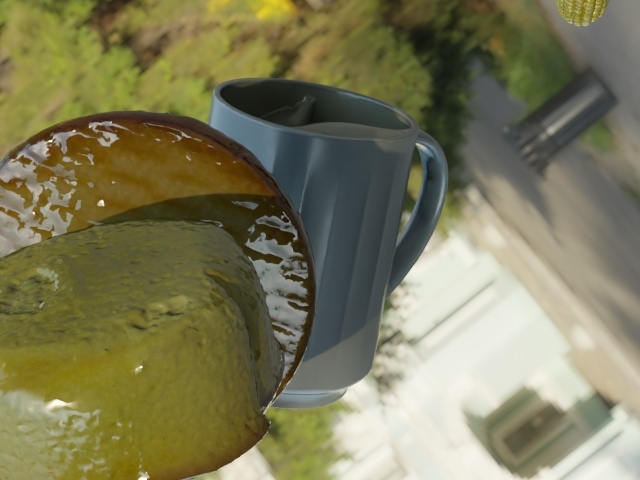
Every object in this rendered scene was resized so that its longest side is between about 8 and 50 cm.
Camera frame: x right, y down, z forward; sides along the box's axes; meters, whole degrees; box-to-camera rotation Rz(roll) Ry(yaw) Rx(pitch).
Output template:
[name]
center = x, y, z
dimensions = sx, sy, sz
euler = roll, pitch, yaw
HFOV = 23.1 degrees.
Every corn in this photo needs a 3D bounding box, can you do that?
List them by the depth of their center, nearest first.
[corn]
center = 0.271, -0.299, 1.597
dimensions = 0.063, 0.085, 0.165
euler = 20, 147, 19

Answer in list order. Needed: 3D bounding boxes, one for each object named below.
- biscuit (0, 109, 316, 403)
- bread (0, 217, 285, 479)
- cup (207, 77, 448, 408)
[biscuit]
center = -0.160, 0.040, 1.350
dimensions = 0.318, 0.318, 0.040
euler = 51, -166, -15
[bread]
center = -0.156, 0.087, 1.120
dimensions = 0.270, 0.269, 0.148
euler = -124, 21, -64
[cup]
center = 0.000, 0.000, 1.799
dimensions = 0.322, 0.327, 0.237
euler = -4, -157, -36
